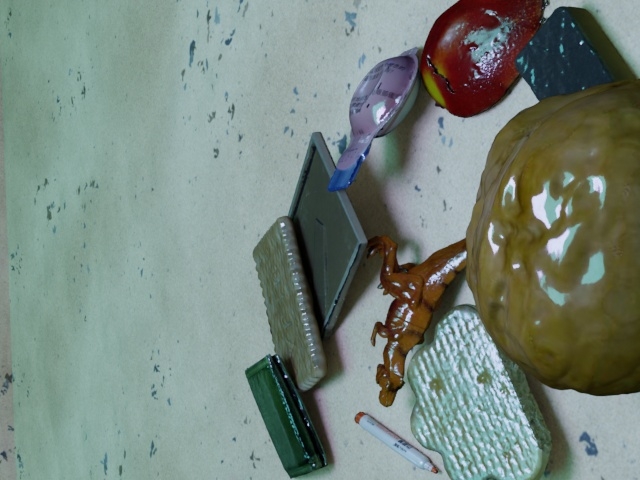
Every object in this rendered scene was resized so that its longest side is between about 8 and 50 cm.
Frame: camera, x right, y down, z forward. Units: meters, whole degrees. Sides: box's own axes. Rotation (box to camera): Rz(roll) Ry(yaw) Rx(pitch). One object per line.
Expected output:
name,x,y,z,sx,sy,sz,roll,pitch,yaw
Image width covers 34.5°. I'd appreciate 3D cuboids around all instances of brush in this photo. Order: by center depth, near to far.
brush,0.360,-0.225,1.446,0.123,0.059,0.197,-54,48,40

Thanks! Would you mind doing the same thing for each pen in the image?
pen,0.131,0.351,1.781,0.218,0.026,0.026,27,111,51

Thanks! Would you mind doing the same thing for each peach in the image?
peach,0.241,-0.304,1.608,0.279,0.068,0.189,-46,55,43

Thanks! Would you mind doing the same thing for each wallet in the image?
wallet,-0.071,0.341,1.997,0.160,0.055,0.236,-39,72,59

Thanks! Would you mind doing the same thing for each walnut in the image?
walnut,0.344,-0.002,1.262,0.354,0.308,0.398,-92,15,-73

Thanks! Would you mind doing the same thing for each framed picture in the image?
framed picture,0.000,0.000,1.885,0.335,0.022,0.247,108,145,-53

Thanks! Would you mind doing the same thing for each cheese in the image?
cheese,0.089,-0.207,1.737,0.286,0.074,0.189,-64,18,-16

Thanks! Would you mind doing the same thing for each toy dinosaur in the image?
toy dinosaur,0.156,0.063,1.690,0.208,0.097,0.432,49,122,48

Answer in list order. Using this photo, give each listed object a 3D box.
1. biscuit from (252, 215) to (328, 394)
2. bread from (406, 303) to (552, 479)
biscuit,-0.059,0.131,1.998,0.217,0.044,0.325,133,126,-61
bread,0.223,0.247,1.546,0.207,0.056,0.286,-32,64,34
